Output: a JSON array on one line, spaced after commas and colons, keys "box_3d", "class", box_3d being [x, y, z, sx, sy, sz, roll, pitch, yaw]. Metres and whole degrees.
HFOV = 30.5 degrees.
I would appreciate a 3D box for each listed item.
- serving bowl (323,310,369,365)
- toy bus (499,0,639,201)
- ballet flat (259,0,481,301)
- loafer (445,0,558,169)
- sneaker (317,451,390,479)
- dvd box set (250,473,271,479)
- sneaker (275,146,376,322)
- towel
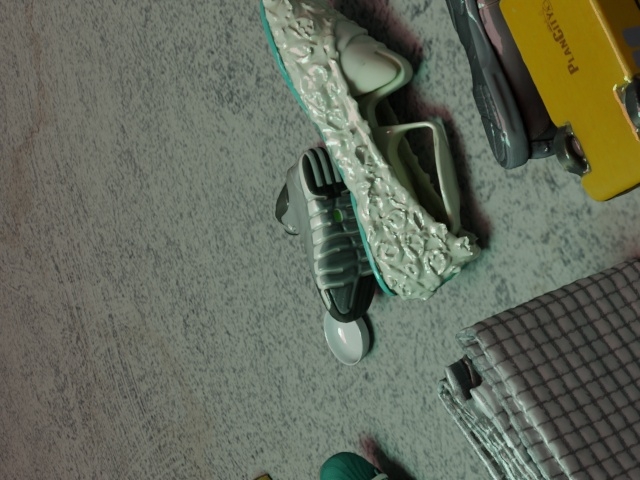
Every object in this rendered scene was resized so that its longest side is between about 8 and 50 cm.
[{"box_3d": [0.040, 0.124, 1.578, 0.083, 0.027, 0.083, 27, 126, 46], "class": "serving bowl"}, {"box_3d": [0.239, -0.210, 1.047, 0.108, 0.130, 0.333, -35, 76, 54], "class": "toy bus"}, {"box_3d": [0.071, -0.132, 1.356, 0.147, 0.147, 0.409, -30, 83, 56], "class": "ballet flat"}, {"box_3d": [0.185, -0.225, 1.178, 0.109, 0.095, 0.302, 124, 132, -85], "class": "loafer"}, {"box_3d": [0.119, 0.380, 1.524, 0.302, 0.108, 0.121, 48, 139, 19], "class": "sneaker"}, {"box_3d": [-0.035, 0.627, 1.886, 0.420, 0.062, 0.307, 52, 142, 27], "class": "dvd box set"}, {"box_3d": [0.000, 0.000, 1.542, 0.132, 0.086, 0.229, -22, 77, 61], "class": "sneaker"}, {"box_3d": [0.268, 0.181, 1.099, 0.284, 0.235, 0.121, 56, 149, 22], "class": "towel"}]
